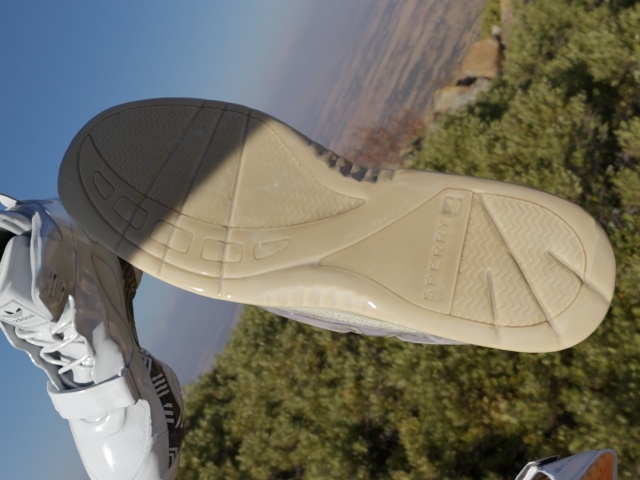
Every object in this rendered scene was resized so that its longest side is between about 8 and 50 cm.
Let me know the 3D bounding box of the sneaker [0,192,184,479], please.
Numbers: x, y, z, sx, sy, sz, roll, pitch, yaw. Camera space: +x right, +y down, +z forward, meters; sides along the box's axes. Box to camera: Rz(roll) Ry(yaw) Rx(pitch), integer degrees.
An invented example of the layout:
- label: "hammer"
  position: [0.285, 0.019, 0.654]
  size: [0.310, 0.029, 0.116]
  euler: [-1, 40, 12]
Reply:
- label: "sneaker"
  position: [-0.265, 0.117, 0.771]
  size: [0.210, 0.137, 0.365]
  euler: [10, -115, -70]

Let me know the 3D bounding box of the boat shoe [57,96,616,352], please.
- label: "boat shoe"
  position: [0.000, 0.000, 0.393]
  size: [0.092, 0.285, 0.102]
  euler: [66, -142, -68]

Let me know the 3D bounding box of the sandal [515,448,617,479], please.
- label: "sandal"
  position: [0.189, 0.234, 0.632]
  size: [0.265, 0.076, 0.101]
  euler: [0, -84, -55]
